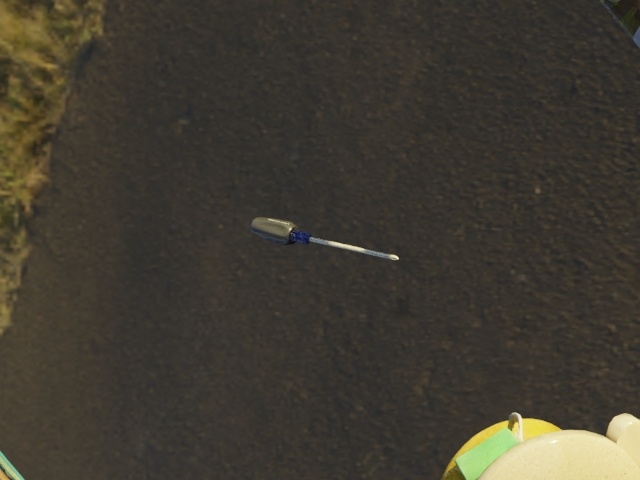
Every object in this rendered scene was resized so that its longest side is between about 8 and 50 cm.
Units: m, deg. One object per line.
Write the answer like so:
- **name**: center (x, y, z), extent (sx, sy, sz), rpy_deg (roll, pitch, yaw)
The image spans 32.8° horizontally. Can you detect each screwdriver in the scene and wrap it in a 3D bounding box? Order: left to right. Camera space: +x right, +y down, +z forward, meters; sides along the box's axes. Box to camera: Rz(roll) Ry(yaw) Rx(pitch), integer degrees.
- **screwdriver**: center (0.000, 0.000, 1.029), extent (0.170, 0.025, 0.024), rpy_deg (12, 78, 39)

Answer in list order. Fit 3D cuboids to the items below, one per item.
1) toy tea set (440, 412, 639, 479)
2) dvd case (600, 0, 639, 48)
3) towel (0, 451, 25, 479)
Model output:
- **toy tea set**: center (0.141, 0.125, 0.506), extent (0.124, 0.336, 0.200), rpy_deg (-135, 26, -67)
- **dvd case**: center (0.228, -0.215, 0.658), extent (0.180, 0.022, 0.253), rpy_deg (-61, 13, 25)
- **towel**: center (-0.306, 0.131, 0.782), extent (0.271, 0.040, 0.370), rpy_deg (52, 152, -6)
